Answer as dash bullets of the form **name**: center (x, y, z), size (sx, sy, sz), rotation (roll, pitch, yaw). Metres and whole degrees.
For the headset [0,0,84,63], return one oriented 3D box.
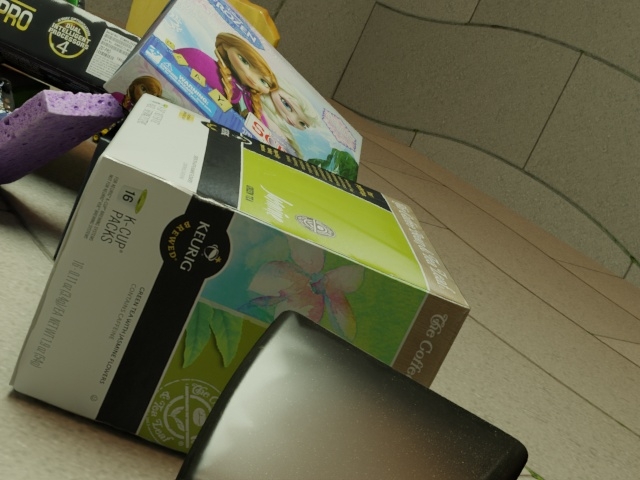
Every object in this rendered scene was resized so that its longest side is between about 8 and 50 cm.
- **headset**: center (-0.602, -0.431, 1.849), size (0.394, 0.243, 0.185), rotation (-22, 12, -33)

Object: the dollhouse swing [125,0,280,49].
- **dollhouse swing**: center (-0.220, -0.354, 2.071), size (0.347, 0.305, 0.315), rotation (26, 13, 10)

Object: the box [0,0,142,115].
- **box**: center (-0.384, -0.273, 1.411), size (0.395, 0.097, 0.318), rotation (25, -4, -5)

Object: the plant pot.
- **plant pot**: center (-0.010, 0.185, 0.635), size (0.187, 0.188, 0.167), rotation (29, 25, 15)

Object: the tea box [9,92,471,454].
- **tea box**: center (-0.072, 0.041, 0.971), size (0.323, 0.220, 0.329), rotation (22, 14, -9)

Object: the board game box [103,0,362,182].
- **board game box**: center (-0.085, -0.151, 1.253), size (0.319, 0.066, 0.318), rotation (43, 25, -18)

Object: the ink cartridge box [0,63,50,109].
- **ink cartridge box**: center (-0.530, -0.215, 1.414), size (0.255, 0.097, 0.189), rotation (24, 13, 0)

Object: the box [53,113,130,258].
- **box**: center (-0.217, -0.051, 1.214), size (0.108, 0.153, 0.207), rotation (23, 12, -6)

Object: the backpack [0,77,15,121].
- **backpack**: center (-0.428, -0.134, 1.259), size (0.114, 0.105, 0.084), rotation (-10, 69, -17)

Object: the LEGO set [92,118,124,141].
- **LEGO set**: center (-0.249, -0.243, 1.821), size (0.255, 0.192, 0.331), rotation (31, 14, 24)

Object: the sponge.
- **sponge**: center (-0.335, -0.113, 1.176), size (0.117, 0.210, 0.031), rotation (-10, 79, -58)
